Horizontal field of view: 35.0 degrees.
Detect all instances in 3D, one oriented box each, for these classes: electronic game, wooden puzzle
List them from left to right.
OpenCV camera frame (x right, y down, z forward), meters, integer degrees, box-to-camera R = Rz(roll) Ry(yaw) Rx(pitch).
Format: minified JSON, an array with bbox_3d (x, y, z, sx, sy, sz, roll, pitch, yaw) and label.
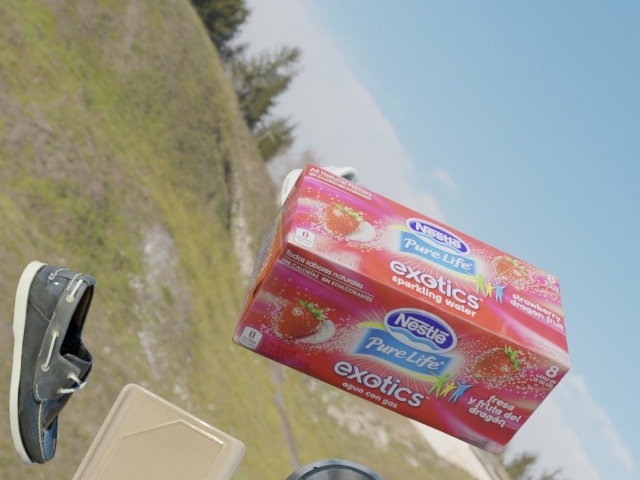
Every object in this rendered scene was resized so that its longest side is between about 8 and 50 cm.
[{"bbox_3d":[-0.281,0.394,1.751,0.239,0.221,0.044,28,-5,1],"label":"wooden puzzle"},{"bbox_3d":[0.031,0.476,1.732,0.229,0.229,0.048,54,-31,33],"label":"electronic game"}]

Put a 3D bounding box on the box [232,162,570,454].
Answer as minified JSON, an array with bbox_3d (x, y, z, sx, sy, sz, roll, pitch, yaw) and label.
[{"bbox_3d":[0.070,0.058,0.867,0.257,0.122,0.128,24,34,-8],"label":"box"}]

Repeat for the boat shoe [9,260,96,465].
[{"bbox_3d":[-0.287,0.140,1.093,0.084,0.079,0.233,-77,176,-75],"label":"boat shoe"}]

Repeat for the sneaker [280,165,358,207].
[{"bbox_3d":[0.000,0.000,1.695,0.114,0.152,0.305,43,43,-51],"label":"sneaker"}]
